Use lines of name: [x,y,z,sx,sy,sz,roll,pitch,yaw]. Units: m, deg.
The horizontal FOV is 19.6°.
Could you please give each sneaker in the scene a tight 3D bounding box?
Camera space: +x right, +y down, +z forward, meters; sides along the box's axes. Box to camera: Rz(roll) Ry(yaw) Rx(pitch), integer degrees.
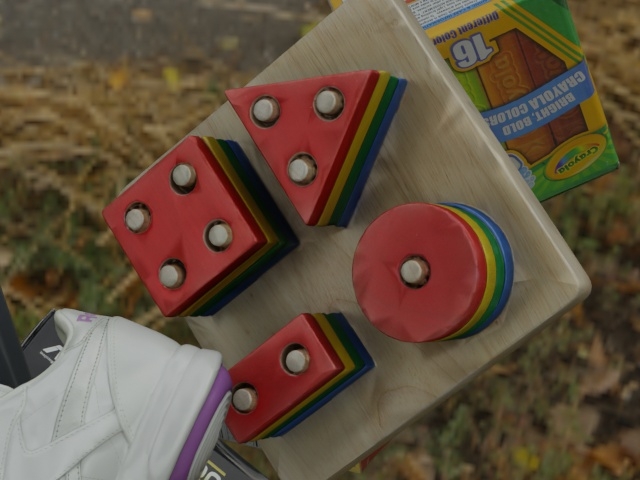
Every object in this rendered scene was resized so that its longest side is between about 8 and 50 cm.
sneaker: [-0.178,0.178,1.134,0.152,0.114,0.305,26,63,7]

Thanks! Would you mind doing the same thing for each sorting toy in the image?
sorting toy: [0.000,0.000,1.228,0.257,0.255,0.089,58,22,16]

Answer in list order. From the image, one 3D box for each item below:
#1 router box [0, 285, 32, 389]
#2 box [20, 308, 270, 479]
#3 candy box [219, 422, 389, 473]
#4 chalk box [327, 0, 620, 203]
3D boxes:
router box: [-0.300,0.062,1.425,0.081,0.309,0.243,-21,10,-20]
box: [-0.173,0.274,1.734,0.395,0.318,0.097,39,50,-5]
candy box: [-0.017,0.154,1.745,0.187,0.053,0.109,11,32,30]
chalk box: [0.138,-0.133,1.625,0.180,0.289,0.179,-25,42,4]
